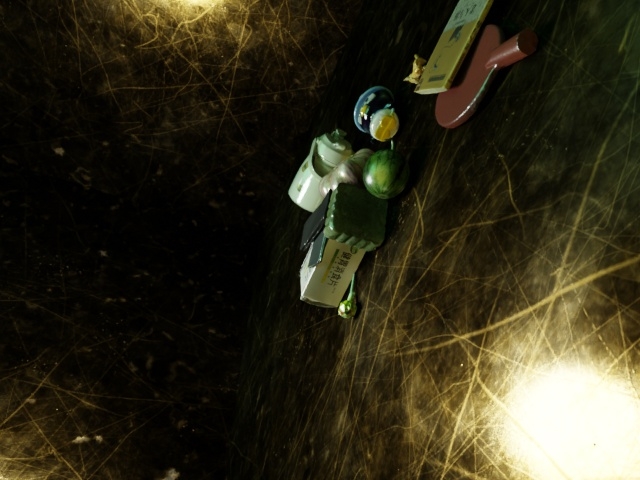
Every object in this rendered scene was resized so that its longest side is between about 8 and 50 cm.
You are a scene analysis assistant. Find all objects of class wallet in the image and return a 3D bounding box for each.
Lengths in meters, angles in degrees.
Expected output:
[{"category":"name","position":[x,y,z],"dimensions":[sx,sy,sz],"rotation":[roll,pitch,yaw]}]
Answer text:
[{"category":"wallet","position":[-0.013,-0.067,1.850],"dimensions":[0.244,0.025,0.124],"rotation":[126,157,-54]}]

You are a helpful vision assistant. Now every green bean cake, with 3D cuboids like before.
[{"category":"green bean cake","position":[0.113,-0.073,1.705],"dimensions":[0.094,0.184,0.184],"rotation":[131,152,-62]}]

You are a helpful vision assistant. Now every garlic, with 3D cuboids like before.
[{"category":"garlic","position":[0.117,-0.214,1.932],"dimensions":[0.245,0.160,0.245],"rotation":[-42,6,5]}]

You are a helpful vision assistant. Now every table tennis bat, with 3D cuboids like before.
[{"category":"table tennis bat","position":[0.390,-0.419,1.338],"dimensions":[0.415,0.051,0.267],"rotation":[178,111,-77]}]

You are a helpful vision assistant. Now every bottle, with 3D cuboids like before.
[{"category":"bottle","position":[0.025,-0.302,2.321],"dimensions":[0.229,0.229,0.351],"rotation":[-93,28,-57]}]

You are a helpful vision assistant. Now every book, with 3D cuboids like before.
[{"category":"book","position":[0.391,-0.587,1.488],"dimensions":[0.388,0.032,0.269],"rotation":[-64,11,8]}]

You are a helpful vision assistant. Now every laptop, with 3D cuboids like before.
[{"category":"laptop","position":[0.000,0.000,1.805],"dimensions":[0.129,0.016,0.180],"rotation":[148,139,-68]}]

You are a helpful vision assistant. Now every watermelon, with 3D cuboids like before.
[{"category":"watermelon","position":[0.204,-0.219,1.630],"dimensions":[0.141,0.141,0.187],"rotation":[154,136,-72]}]

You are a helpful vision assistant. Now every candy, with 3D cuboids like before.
[{"category":"candy","position":[0.098,0.174,1.754],"dimensions":[0.062,0.058,0.193],"rotation":[-28,29,32]}]

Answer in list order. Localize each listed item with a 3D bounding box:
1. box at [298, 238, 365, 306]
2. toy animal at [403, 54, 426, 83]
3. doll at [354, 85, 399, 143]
[{"category":"box","position":[0.046,0.053,1.888],"dimensions":[0.173,0.145,0.332],"rotation":[-97,28,-63]},{"category":"toy animal","position":[0.315,-0.568,1.811],"dimensions":[0.081,0.061,0.083],"rotation":[63,152,10]},{"category":"doll","position":[0.200,-0.457,1.945],"dimensions":[0.177,0.141,0.314],"rotation":[-62,19,25]}]
